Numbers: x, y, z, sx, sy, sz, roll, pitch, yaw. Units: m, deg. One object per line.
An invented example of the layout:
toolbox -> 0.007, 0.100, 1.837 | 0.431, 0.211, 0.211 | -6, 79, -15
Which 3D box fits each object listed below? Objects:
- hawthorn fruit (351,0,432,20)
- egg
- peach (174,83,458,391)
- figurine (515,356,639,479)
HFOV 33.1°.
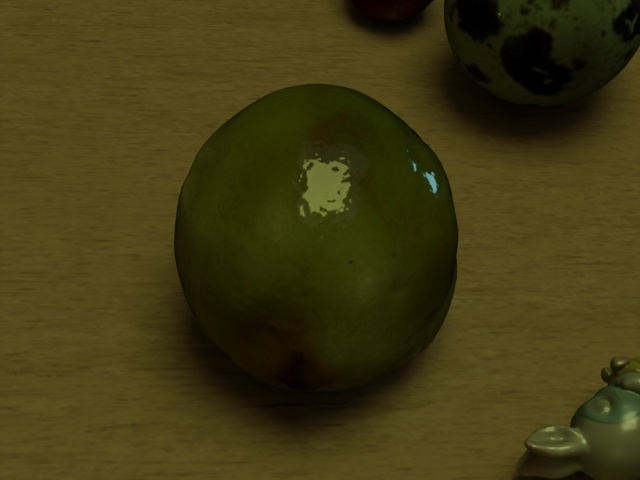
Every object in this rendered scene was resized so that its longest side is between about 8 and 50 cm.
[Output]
hawthorn fruit -> 0.137, -0.427, 1.704 | 0.194, 0.157, 0.157 | -8, 45, -33
egg -> 0.331, -0.346, 1.556 | 0.287, 0.287, 0.379 | 22, 31, 12
peach -> -0.002, -0.007, 1.140 | 0.314, 0.281, 0.315 | 33, 56, 14
figurine -> 0.324, 0.190, 1.109 | 0.235, 0.127, 0.155 | 8, 61, 2
